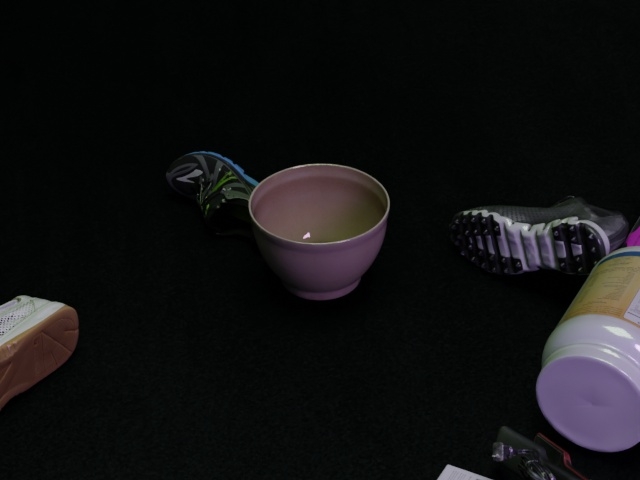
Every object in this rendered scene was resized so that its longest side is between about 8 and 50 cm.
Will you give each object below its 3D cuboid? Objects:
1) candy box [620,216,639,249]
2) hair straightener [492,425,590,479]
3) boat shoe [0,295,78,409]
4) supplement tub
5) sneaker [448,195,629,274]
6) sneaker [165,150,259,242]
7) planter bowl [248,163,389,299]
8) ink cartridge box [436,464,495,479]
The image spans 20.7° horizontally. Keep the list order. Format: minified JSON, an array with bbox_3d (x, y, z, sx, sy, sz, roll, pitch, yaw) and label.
[{"bbox_3d":[0.454,0.051,1.970,0.233,0.071,0.159,15,38,22],"label":"candy box"},{"bbox_3d":[0.204,0.225,1.673,0.089,0.047,0.230,13,10,-13],"label":"hair straightener"},{"bbox_3d":[-0.381,0.138,1.864,0.096,0.098,0.277,21,32,29],"label":"boat shoe"},{"bbox_3d":[0.318,0.113,1.828,0.144,0.144,0.200,16,40,22],"label":"supplement tub"},{"bbox_3d":[0.259,-0.009,2.032,0.234,0.078,0.106,4,23,45],"label":"sneaker"},{"bbox_3d":[-0.122,-0.052,2.136,0.188,0.067,0.078,30,40,32],"label":"sneaker"},{"bbox_3d":[0.000,0.000,2.024,0.162,0.109,0.162,-1,36,1],"label":"planter bowl"},{"bbox_3d":[0.162,0.283,1.671,0.135,0.056,0.099,17,39,23],"label":"ink cartridge box"}]
